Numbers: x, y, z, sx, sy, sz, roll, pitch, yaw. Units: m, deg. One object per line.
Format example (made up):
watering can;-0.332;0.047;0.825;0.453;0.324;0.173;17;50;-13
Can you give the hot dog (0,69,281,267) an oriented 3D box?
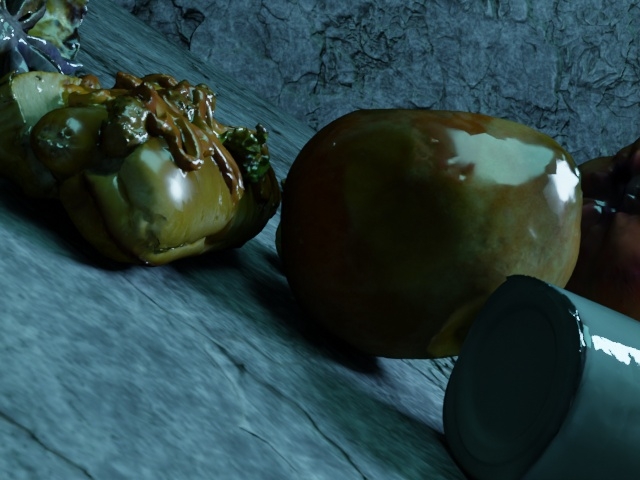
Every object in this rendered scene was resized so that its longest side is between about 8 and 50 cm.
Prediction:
hot dog;-0.113;-0.064;0.811;0.158;0.117;0.349;35;8;9

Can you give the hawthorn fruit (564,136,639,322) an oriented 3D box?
hawthorn fruit;0.563;0.049;1.651;0.472;0.472;0.472;33;8;-5

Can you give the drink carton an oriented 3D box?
drink carton;0.199;0.128;0.773;0.190;0.185;0.191;18;15;-22

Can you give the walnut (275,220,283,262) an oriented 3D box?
walnut;0.000;0.000;1.010;0.092;0.092;0.092;33;8;-5

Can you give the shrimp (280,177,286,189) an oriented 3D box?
shrimp;0.019;-0.033;1.421;0.187;0.051;0.132;30;17;34

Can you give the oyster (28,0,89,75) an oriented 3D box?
oyster;-0.367;-0.265;0.971;0.361;0.096;0.221;22;48;-38

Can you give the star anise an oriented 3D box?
star anise;-0.272;-0.173;0.913;0.204;0.061;0.180;29;43;-42

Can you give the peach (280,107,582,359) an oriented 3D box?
peach;0.092;-0.011;0.872;0.214;0.235;0.214;-12;90;-72
